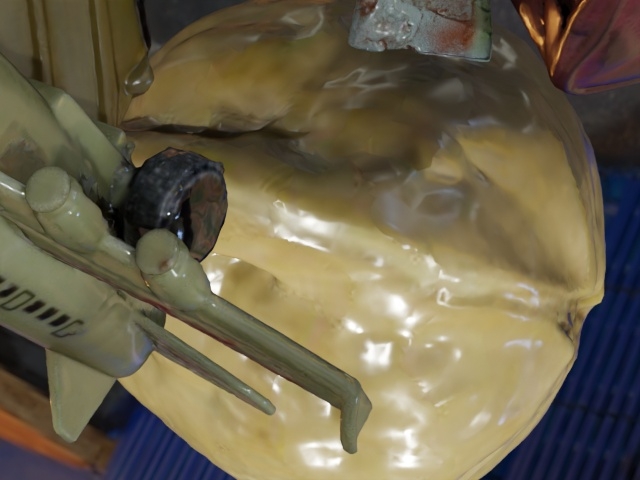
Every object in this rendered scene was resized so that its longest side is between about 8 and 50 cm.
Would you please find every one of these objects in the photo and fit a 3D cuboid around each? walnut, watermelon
[{"bbox_3d":[0.015,-0.003,1.000,0.383,0.384,0.383,24,163,8],"label":"walnut"},{"bbox_3d":[0.026,-0.101,0.565,0.085,0.061,0.085,40,166,12],"label":"watermelon"}]

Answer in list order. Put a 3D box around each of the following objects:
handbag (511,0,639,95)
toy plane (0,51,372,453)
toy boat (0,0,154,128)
[{"bbox_3d":[0.134,-0.157,0.471,0.135,0.146,0.225,62,153,14],"label":"handbag"},{"bbox_3d":[-0.091,-0.013,0.419,0.229,0.092,0.244,22,157,25],"label":"toy plane"},{"bbox_3d":[-0.147,-0.164,0.478,0.089,0.115,0.310,17,124,55],"label":"toy boat"}]
